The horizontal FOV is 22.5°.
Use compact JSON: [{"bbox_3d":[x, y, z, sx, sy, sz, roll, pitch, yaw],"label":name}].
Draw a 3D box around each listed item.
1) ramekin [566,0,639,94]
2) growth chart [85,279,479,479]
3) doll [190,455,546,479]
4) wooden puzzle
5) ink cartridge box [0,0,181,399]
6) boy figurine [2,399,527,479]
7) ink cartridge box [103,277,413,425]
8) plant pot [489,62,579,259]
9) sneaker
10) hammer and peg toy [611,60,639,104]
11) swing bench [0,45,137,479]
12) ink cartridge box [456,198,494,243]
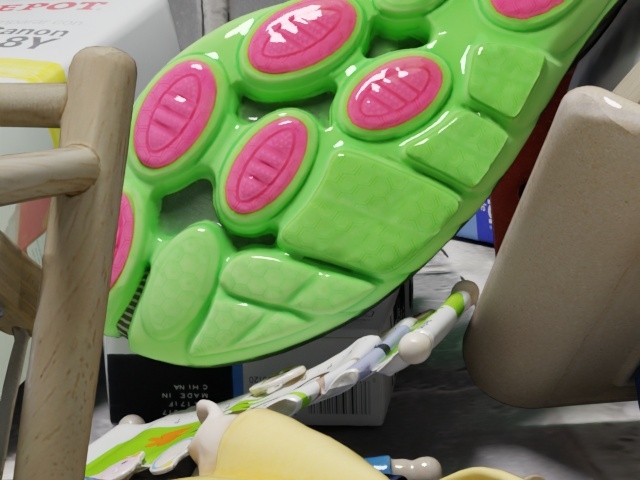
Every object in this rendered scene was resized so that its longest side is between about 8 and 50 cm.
[{"bbox_3d":[0.268,-0.038,0.970,0.273,0.272,0.127,2,22,20],"label":"ramekin"},{"bbox_3d":[-0.035,0.082,0.812,0.237,0.021,0.172,-22,2,12],"label":"growth chart"},{"bbox_3d":[0.012,0.121,0.706,0.189,0.046,0.129,-1,17,44],"label":"doll"},{"bbox_3d":[0.260,0.033,0.756,0.348,0.080,0.322,1,-24,-4],"label":"wooden puzzle"},{"bbox_3d":[-0.278,-0.016,0.957,0.279,0.160,0.384,1,26,23],"label":"ink cartridge box"},{"bbox_3d":[-0.038,0.123,0.502,0.285,0.092,0.177,-2,43,33],"label":"boy figurine"},{"bbox_3d":[-0.024,0.048,1.072,0.165,0.065,0.332,-1,12,8],"label":"ink cartridge box"},{"bbox_3d":[0.251,-0.068,1.188,0.267,0.267,0.236,4,22,31],"label":"plant pot"},{"bbox_3d":[0.060,-0.095,0.946,0.483,0.185,0.202,-43,-14,-15],"label":"sneaker"},{"bbox_3d":[0.308,-0.125,0.685,0.266,0.127,0.361,7,-29,-17],"label":"hammer and peg toy"},{"bbox_3d":[-0.192,0.077,0.424,0.253,0.254,0.165,3,8,21],"label":"swing bench"},{"bbox_3d":[0.147,-0.146,1.537,0.151,0.270,0.395,-11,13,-34],"label":"ink cartridge box"}]
